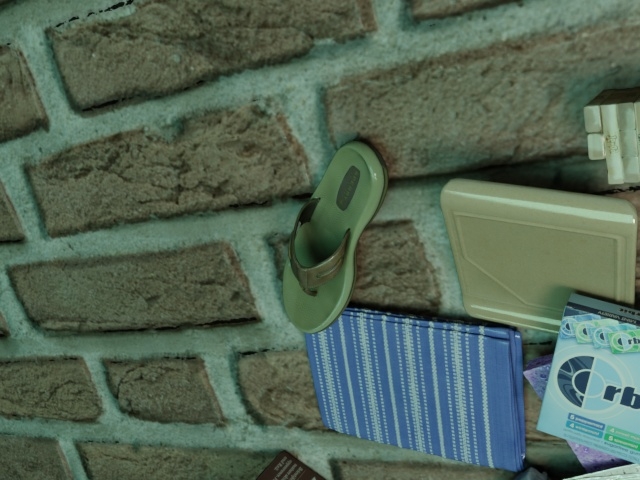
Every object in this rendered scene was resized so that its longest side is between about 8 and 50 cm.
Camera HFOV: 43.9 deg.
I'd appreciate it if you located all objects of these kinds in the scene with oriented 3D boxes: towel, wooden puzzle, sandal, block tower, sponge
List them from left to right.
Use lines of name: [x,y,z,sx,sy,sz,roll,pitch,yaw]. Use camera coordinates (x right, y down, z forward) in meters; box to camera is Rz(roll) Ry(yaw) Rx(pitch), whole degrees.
sandal: [-0.001,-0.002,1.108,0.120,0.086,0.303,35,123,28]
towel: [0.135,0.209,1.171,0.336,0.040,0.243,5,118,31]
wooden puzzle: [0.267,0.024,0.964,0.221,0.044,0.238,10,141,27]
sponge: [0.365,0.229,1.025,0.117,0.031,0.210,-26,103,37]
block tower: [0.450,-0.119,0.795,0.335,0.097,0.091,0,111,33]

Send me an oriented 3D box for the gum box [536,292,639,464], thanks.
gum box: [0.354,0.169,0.944,0.157,0.041,0.184,15,119,22]

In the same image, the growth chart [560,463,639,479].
growth chart: [0.401,0.360,1.025,0.237,0.021,0.172,-28,95,26]

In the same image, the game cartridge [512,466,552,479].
game cartridge: [0.360,0.471,1.132,0.294,0.060,0.196,37,129,8]

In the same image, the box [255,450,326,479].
box: [-0.114,0.574,1.386,0.143,0.191,0.381,33,124,14]
